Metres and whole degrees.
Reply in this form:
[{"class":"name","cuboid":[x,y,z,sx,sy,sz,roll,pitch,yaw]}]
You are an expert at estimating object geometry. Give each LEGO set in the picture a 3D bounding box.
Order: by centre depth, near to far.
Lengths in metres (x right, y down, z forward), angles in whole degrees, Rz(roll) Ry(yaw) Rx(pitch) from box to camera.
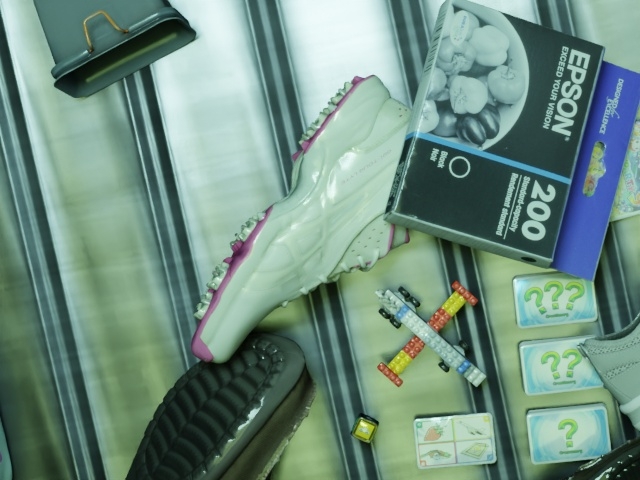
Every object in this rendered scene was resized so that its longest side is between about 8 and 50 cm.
[{"class":"LEGO set","cuboid":[0.145,0.127,1.209,0.244,0.060,0.182,-6,92,4]}]

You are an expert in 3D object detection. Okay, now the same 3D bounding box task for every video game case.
[{"class":"video game case","cuboid":[0.258,-0.059,1.206,0.122,0.011,0.087,-15,92,6]}]

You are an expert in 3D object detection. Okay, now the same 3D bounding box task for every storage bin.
[{"class":"storage bin","cuboid":[-0.202,-0.208,1.206,0.135,0.098,0.091,-28,81,7]}]

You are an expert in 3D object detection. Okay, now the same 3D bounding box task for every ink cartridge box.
[{"class":"ink cartridge box","cuboid":[0.182,-0.088,1.152,0.208,0.045,0.206,16,83,-9]}]

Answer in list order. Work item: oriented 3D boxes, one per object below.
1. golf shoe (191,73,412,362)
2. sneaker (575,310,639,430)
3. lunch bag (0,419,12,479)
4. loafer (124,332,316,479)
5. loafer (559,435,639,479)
[{"class":"golf shoe","cuboid":[0.000,0.000,1.182,0.140,0.115,0.306,35,91,-6]},{"class":"sneaker","cuboid":[0.351,0.040,1.158,0.115,0.105,0.281,43,94,7]},{"class":"lunch bag","cuboid":[-0.445,0.200,1.248,0.279,0.108,0.224,-12,93,6]},{"class":"loafer","cuboid":[-0.115,0.251,1.228,0.130,0.134,0.366,32,96,-34]},{"class":"loafer","cuboid":[0.253,0.237,1.197,0.220,0.078,0.080,-26,104,-10]}]
